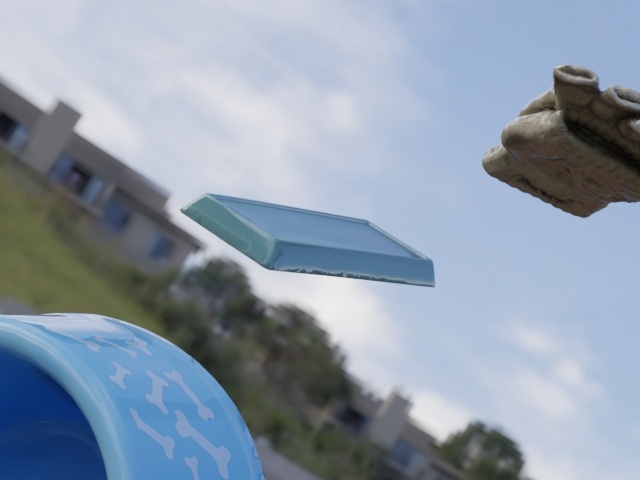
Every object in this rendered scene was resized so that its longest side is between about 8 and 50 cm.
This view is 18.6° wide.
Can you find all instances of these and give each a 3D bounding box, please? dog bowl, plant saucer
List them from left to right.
[{"bbox_3d":[-0.126,0.160,0.630,0.166,0.297,0.074,13,-9,24],"label":"dog bowl"},{"bbox_3d":[0.000,0.000,1.099,0.067,0.018,0.192,33,11,28],"label":"plant saucer"}]

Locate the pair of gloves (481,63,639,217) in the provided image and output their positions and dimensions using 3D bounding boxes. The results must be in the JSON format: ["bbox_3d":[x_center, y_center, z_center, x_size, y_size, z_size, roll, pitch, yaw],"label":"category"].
[{"bbox_3d":[0.210,-0.019,1.036,0.240,0.042,0.204,25,-7,1],"label":"pair of gloves"}]
